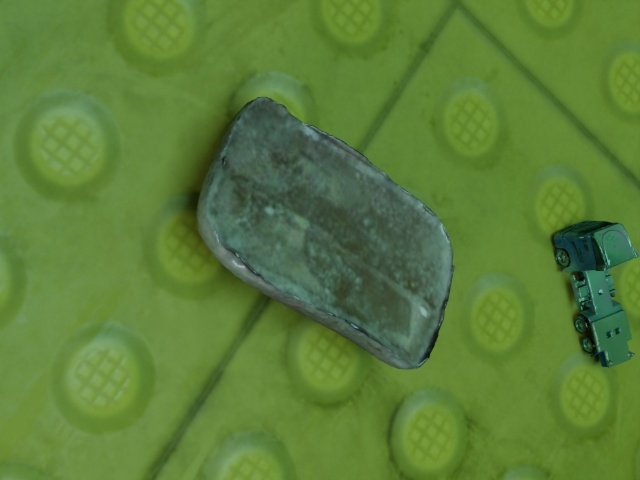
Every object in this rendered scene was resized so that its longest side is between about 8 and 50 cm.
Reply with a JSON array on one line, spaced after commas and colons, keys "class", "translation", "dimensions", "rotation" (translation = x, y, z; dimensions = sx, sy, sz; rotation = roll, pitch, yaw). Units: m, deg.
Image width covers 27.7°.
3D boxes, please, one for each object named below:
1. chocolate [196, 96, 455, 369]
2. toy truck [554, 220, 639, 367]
[{"class": "chocolate", "translation": [0.000, 0.000, 1.335], "dimensions": [0.303, 0.100, 0.185], "rotation": [35, 62, -27]}, {"class": "toy truck", "translation": [0.337, 0.064, 1.531], "dimensions": [0.067, 0.081, 0.175], "rotation": [-18, 97, -26]}]
